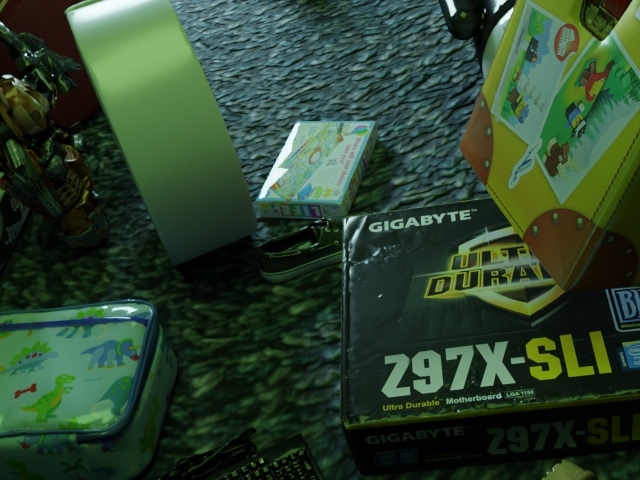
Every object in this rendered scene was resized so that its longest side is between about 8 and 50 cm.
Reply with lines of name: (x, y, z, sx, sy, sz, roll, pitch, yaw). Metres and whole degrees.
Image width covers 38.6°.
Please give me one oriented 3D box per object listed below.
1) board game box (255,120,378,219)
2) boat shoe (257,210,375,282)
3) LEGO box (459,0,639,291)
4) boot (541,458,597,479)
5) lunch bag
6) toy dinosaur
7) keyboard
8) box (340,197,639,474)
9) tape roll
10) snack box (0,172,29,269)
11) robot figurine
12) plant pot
board game box: (-0.001, -0.085, 1.068, 0.103, 0.026, 0.154, 3, 43, 21)
boat shoe: (0.000, 0.000, 0.959, 0.142, 0.040, 0.049, -25, 41, -10)
LEGO box: (0.371, -0.216, 0.641, 0.372, 0.500, 0.193, -2, 41, -23)
boot: (0.207, 0.271, 0.549, 0.269, 0.089, 0.236, 28, 57, 38)
lunch bag: (-0.252, 0.138, 0.849, 0.219, 0.090, 0.176, -4, 39, 12)
toy dinosaur: (-0.335, -0.138, 1.006, 0.164, 0.322, 0.218, -14, 35, -12)
keyboard: (-0.096, 0.211, 0.753, 0.192, 0.038, 0.100, -24, 41, -11)
box: (0.180, 0.064, 0.802, 0.322, 0.079, 0.257, -8, 42, 9)
tape roll: (-0.166, -0.121, 0.963, 0.100, 0.286, 0.286, -23, 41, -8)
snack box: (-0.462, -0.017, 1.112, 0.187, 0.060, 0.322, -6, 41, 11)
robot figurine: (0.261, -0.250, 1.066, 0.209, 0.173, 0.278, -18, 38, 15)
plant pot: (-0.435, -0.274, 1.266, 0.267, 0.267, 0.236, 6, 57, 24)
